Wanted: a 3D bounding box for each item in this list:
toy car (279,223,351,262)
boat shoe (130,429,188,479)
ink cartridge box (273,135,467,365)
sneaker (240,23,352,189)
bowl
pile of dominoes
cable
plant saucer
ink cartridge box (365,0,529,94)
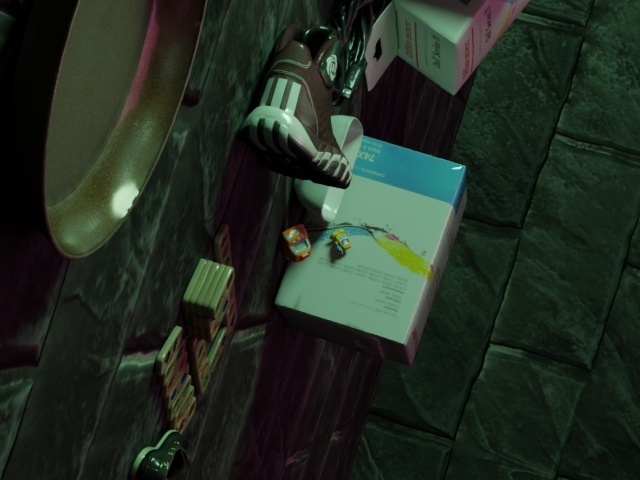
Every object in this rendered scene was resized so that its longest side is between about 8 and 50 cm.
[{"bbox_3d":[0.000,0.000,2.203,0.122,0.040,0.060,-16,146,-34],"label":"toy car"},{"bbox_3d":[-0.171,0.245,1.835,0.133,0.042,0.049,-27,139,-77],"label":"boat shoe"},{"bbox_3d":[0.077,0.014,2.354,0.198,0.197,0.270,68,40,-76],"label":"ink cartridge box"},{"bbox_3d":[-0.005,-0.157,1.883,0.281,0.106,0.162,46,59,-78],"label":"sneaker"},{"bbox_3d":[0.007,-0.099,2.195,0.142,0.053,0.142,28,79,-80],"label":"bowl"},{"bbox_3d":[-0.124,0.115,1.876,0.251,0.040,0.196,89,21,-61],"label":"pile of dominoes"},{"bbox_3d":[0.037,-0.267,2.113,0.150,0.047,0.184,68,43,-67],"label":"cable"},{"bbox_3d":[-0.156,-0.140,1.218,0.310,0.050,0.310,18,90,-80],"label":"plant saucer"},{"bbox_3d":[0.213,-0.354,2.406,0.353,0.119,0.207,-51,166,-10],"label":"ink cartridge box"}]
